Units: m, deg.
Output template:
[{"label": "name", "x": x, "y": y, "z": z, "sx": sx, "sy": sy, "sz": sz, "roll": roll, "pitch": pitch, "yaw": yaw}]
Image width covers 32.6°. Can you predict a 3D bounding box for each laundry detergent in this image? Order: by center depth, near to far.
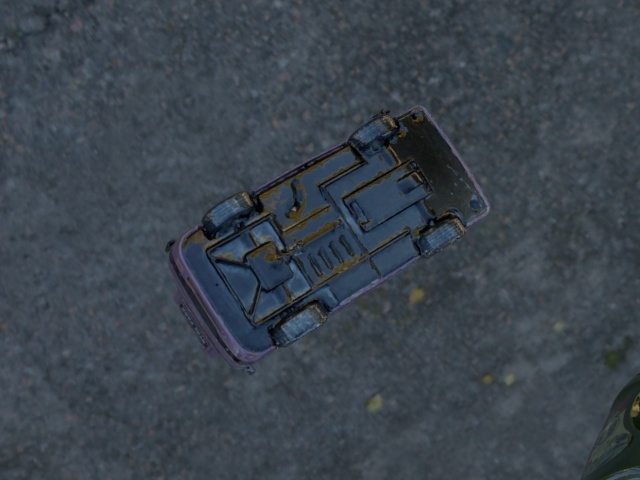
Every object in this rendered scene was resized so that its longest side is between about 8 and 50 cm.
[{"label": "laundry detergent", "x": 0.347, "y": 0.204, "z": 1.176, "sx": 0.211, "sy": 0.063, "sz": 0.137, "roll": -51, "pitch": 176, "yaw": -46}]

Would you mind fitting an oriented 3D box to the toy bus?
[{"label": "toy bus", "x": 0.000, "y": 0.000, "z": 0.689, "sx": 0.199, "sy": 0.096, "sz": 0.108, "roll": -31, "pitch": 175, "yaw": -26}]
